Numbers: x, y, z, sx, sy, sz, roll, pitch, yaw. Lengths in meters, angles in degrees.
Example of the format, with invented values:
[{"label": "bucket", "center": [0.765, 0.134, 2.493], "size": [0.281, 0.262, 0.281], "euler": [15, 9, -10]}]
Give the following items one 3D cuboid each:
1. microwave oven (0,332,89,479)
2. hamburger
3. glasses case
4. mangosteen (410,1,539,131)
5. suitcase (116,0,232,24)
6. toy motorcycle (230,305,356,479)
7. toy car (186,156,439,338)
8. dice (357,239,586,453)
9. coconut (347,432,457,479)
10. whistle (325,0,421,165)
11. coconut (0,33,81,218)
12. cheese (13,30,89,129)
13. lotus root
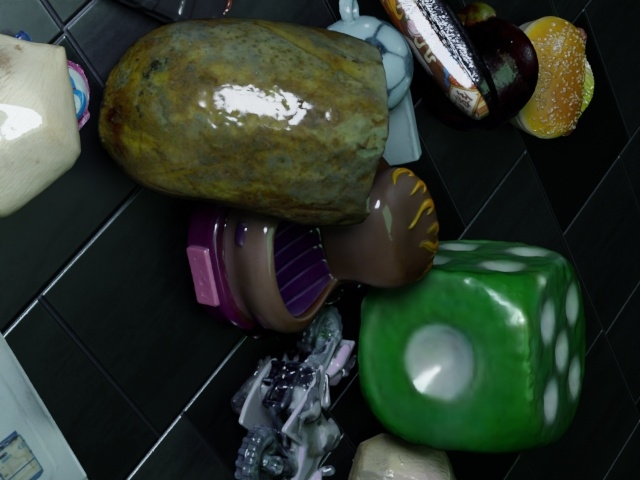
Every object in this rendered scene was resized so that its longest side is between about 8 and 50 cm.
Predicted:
[{"label": "microwave oven", "center": [-0.476, 0.262, 1.240], "size": [0.355, 0.218, 0.286], "euler": [-42, 126, -29]}, {"label": "hamburger", "center": [0.398, -0.285, 2.047], "size": [0.173, 0.116, 0.210], "euler": [-3, 103, -42]}, {"label": "glasses case", "center": [0.156, -0.317, 1.704], "size": [0.082, 0.122, 0.321], "euler": [-34, 88, 1]}, {"label": "mangosteen", "center": [0.235, -0.285, 1.846], "size": [0.194, 0.194, 0.231], "euler": [-37, 99, -33]}, {"label": "suitcase", "center": [-0.172, -0.417, 1.472], "size": [0.206, 0.066, 0.286], "euler": [18, 88, -46]}, {"label": "toy motorcycle", "center": [-0.031, 0.258, 1.754], "size": [0.327, 0.143, 0.188], "euler": [-63, 143, -34]}, {"label": "toy car", "center": [0.000, 0.000, 1.633], "size": [0.340, 0.240, 0.271], "euler": [-30, 119, -40]}, {"label": "dice", "center": [0.243, 0.160, 1.847], "size": [0.300, 0.297, 0.287], "euler": [-17, 108, -59]}, {"label": "coconut", "center": [0.142, 0.409, 1.932], "size": [0.194, 0.194, 0.195], "euler": [-14, 111, -42]}, {"label": "whistle", "center": [0.067, -0.219, 1.705], "size": [0.163, 0.163, 0.290], "euler": [-34, 122, -34]}, {"label": "coconut", "center": [-0.361, -0.136, 1.265], "size": [0.224, 0.224, 0.224], "euler": [-14, 111, -42]}, {"label": "cheese", "center": [-0.326, -0.186, 1.398], "size": [0.095, 0.038, 0.145], "euler": [-55, 134, -20]}, {"label": "lotus root", "center": [-0.096, -0.152, 1.453], "size": [0.345, 0.250, 0.251], "euler": [6, 99, -4]}]
